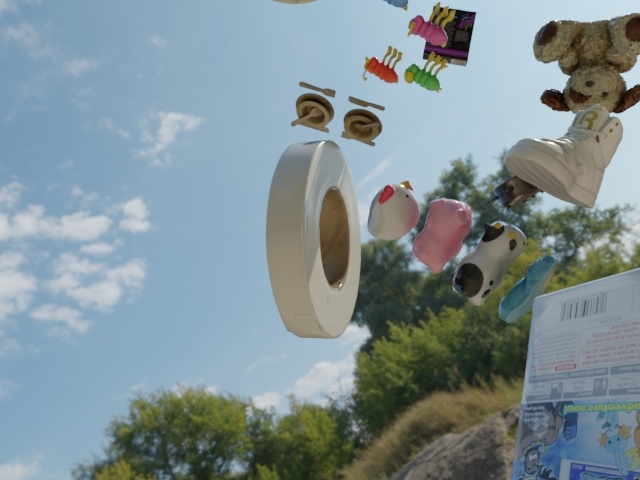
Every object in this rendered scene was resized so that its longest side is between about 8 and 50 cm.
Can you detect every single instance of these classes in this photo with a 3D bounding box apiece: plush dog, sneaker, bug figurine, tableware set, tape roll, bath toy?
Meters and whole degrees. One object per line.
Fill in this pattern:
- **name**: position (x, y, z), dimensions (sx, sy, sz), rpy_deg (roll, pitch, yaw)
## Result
- **plush dog**: position (0.657, -0.408, 1.313), dimensions (0.210, 0.262, 0.226), rpy_deg (-20, -67, -55)
- **sneaker**: position (0.435, -0.171, 0.964), dimensions (0.292, 0.108, 0.169), rpy_deg (14, -80, -46)
- **bug figurine**: position (0.181, -0.429, 1.184), dimensions (0.072, 0.216, 0.279), rpy_deg (-43, -26, -26)
- **tableware set**: position (0.035, -0.253, 1.153), dimensions (0.128, 0.194, 0.039), rpy_deg (100, -170, -60)
- **tape roll**: position (0.000, 0.000, 1.072), dimensions (0.071, 0.392, 0.392), rpy_deg (-1, -21, 18)
- **bath toy**: position (0.231, -0.008, 0.962), dimensions (0.151, 0.348, 0.129), rpy_deg (-48, -29, -15)

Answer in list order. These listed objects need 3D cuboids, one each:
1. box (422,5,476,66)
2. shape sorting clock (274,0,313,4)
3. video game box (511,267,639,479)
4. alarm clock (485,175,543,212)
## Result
- **box**: position (0.338, -0.537, 1.428), dimensions (0.116, 0.162, 0.029), rpy_deg (12, -18, 7)
- **shape sorting clock**: position (-0.036, -0.402, 0.669), dimensions (0.206, 0.040, 0.206), rpy_deg (-6, -72, -19)
- **video game box**: position (0.185, 0.099, 0.276), dimensions (0.048, 0.187, 0.205), rpy_deg (27, -26, -13)
- **alarm clock**: position (0.462, -0.128, 1.184), dimensions (0.192, 0.064, 0.129), rpy_deg (-30, -6, -10)
